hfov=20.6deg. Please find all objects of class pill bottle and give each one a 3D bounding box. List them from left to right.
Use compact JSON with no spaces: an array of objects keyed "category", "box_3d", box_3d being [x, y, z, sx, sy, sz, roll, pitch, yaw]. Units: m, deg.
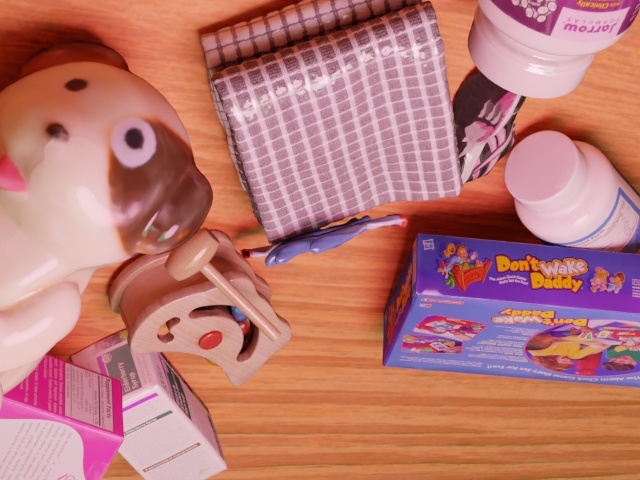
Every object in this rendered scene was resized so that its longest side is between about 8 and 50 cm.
[{"category":"pill bottle","box_3d":[0.240,-0.283,1.667,0.169,0.169,0.301,-7,141,-22]},{"category":"pill bottle","box_3d":[0.300,-0.042,2.050,0.124,0.124,0.221,-34,142,14]}]

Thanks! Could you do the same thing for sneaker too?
[{"category":"sneaker","box_3d":[0.185,-0.129,1.934,0.077,0.072,0.178,-13,153,-35]}]

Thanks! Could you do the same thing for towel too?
[{"category":"towel","box_3d":[0.020,-0.123,1.788,0.235,0.121,0.284,-21,145,-3]}]

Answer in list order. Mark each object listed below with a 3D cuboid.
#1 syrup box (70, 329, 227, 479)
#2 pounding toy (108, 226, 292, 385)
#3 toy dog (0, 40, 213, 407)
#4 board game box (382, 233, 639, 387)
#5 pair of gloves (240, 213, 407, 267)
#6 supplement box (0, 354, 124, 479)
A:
[{"category":"syrup box","box_3d":[-0.203,0.208,2.106,0.096,0.093,0.237,-25,144,3]},{"category":"pounding toy","box_3d":[-0.130,0.097,1.952,0.154,0.155,0.269,-32,144,4]},{"category":"toy dog","box_3d":[-0.289,0.008,1.653,0.408,0.285,0.395,-42,154,24]},{"category":"board game box","box_3d":[0.263,0.089,2.094,0.347,0.078,0.233,5,155,-7]},{"category":"pair of gloves","box_3d":[0.000,0.000,1.916,0.159,0.023,0.198,-15,-177,-17]},{"category":"supplement box","box_3d":[-0.334,0.189,1.904,0.220,0.114,0.111,23,116,-19]}]
